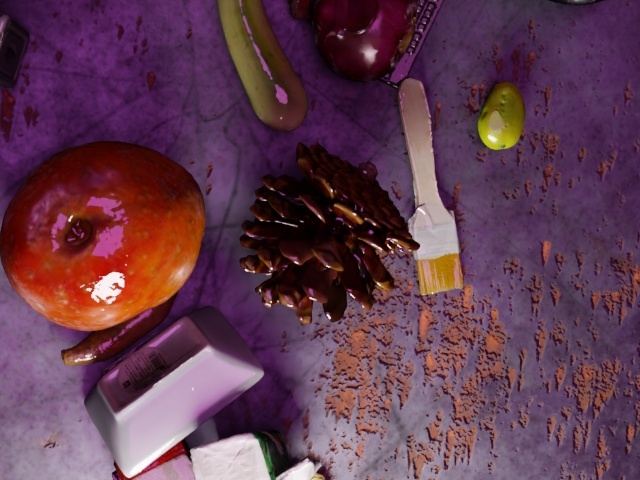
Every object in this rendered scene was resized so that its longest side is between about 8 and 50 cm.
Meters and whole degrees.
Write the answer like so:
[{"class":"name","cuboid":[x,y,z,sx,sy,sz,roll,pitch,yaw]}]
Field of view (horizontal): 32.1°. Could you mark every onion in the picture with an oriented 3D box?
[{"class":"onion","cuboid":[0.039,-0.326,1.625,0.198,0.135,0.173,15,91,5]}]

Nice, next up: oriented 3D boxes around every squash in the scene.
[{"class":"squash","cuboid":[-0.089,-0.277,1.643,0.083,0.083,0.250,-22,92,-9]}]

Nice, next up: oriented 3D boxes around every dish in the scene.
[{"class":"dish","cuboid":[-0.224,0.191,1.572,0.243,0.182,0.080,-38,134,-7]}]

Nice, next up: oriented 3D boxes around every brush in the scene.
[{"class":"brush","cuboid":[0.163,-0.085,1.718,0.086,0.020,0.336,-10,96,-13]}]

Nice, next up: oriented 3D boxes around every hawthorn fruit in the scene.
[{"class":"hawthorn fruit","cuboid":[-0.297,-0.005,1.523,0.285,0.284,0.284,0,92,-11]}]

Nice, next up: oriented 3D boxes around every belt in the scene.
[{"class":"belt","cuboid":[-0.228,0.359,1.606,0.124,0.128,0.200,-26,88,-8]}]

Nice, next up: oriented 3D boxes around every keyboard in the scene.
[{"class":"keyboard","cuboid":[0.164,-0.421,1.701,0.104,0.041,0.381,24,87,-10]}]

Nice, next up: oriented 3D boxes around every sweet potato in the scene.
[{"class":"sweet potato","cuboid":[-0.267,0.101,1.630,0.078,0.058,0.255,40,80,11]}]

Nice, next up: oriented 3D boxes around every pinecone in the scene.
[{"class":"pinecone","cuboid":[0.004,0.002,1.590,0.264,0.264,0.264,0,92,-11]}]

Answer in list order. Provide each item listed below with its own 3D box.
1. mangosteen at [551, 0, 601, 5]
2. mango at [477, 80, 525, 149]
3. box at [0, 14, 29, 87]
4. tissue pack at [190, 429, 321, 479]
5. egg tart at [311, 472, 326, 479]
[{"class":"mangosteen","cuboid":[0.364,-0.483,1.633,0.288,0.288,0.287,0,92,-11]},{"class":"mango","cuboid":[0.281,-0.193,1.722,0.074,0.056,0.108,9,87,-16]},{"class":"box","cuboid":[-0.459,-0.269,1.553,0.062,0.122,0.089,17,89,2]},{"class":"tissue pack","cuboid":[-0.074,0.341,1.568,0.156,0.209,0.147,-15,79,4]},{"class":"egg tart","cuboid":[-0.028,0.399,1.691,0.105,0.039,0.105,0,92,-11]}]
